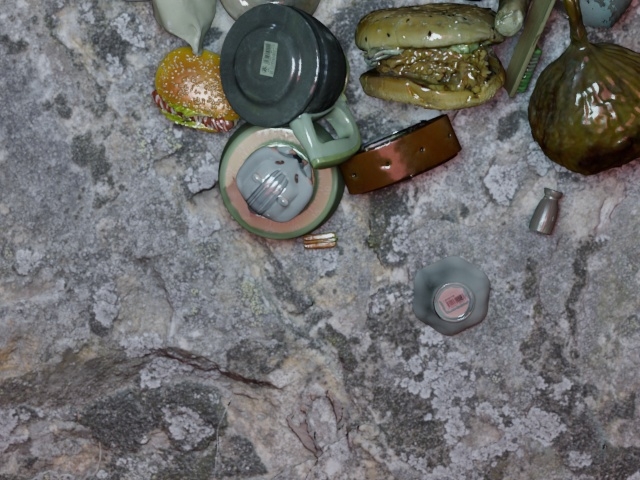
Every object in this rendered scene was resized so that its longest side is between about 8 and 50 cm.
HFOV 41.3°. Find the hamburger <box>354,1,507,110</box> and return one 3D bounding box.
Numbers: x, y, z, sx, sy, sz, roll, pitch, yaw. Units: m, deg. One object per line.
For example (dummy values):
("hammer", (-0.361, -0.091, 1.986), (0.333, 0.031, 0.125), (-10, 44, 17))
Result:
("hamburger", (0.235, -0.384, 1.761), (0.318, 0.277, 0.195), (-4, 109, -2))

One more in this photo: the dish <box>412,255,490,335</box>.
("dish", (0.302, 0.134, 1.945), (0.190, 0.066, 0.191), (0, 100, 2))

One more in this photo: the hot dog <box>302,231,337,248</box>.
("hot dog", (0.000, 0.000, 1.955), (0.083, 0.021, 0.037), (-3, 89, 3))

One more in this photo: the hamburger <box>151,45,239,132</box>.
("hamburger", (-0.258, -0.327, 1.858), (0.210, 0.116, 0.173), (21, 97, -2))

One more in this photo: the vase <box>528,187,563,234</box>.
("vase", (0.509, -0.066, 1.911), (0.053, 0.053, 0.101), (18, 97, -1))

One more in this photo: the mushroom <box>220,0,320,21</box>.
("mushroom", (-0.099, -0.548, 1.751), (0.243, 0.243, 0.243), (0, 100, 2))

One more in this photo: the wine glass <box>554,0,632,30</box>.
("wine glass", (0.611, -0.610, 1.749), (0.190, 0.190, 0.357), (34, 95, -4))

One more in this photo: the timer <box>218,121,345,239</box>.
("timer", (-0.091, -0.124, 1.789), (0.290, 0.315, 0.291), (0, 99, 1))

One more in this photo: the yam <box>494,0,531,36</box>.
("yam", (0.415, -0.534, 1.734), (0.067, 0.317, 0.071), (-3, 137, 35))

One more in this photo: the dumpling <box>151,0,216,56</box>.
("dumpling", (-0.290, -0.507, 1.766), (0.132, 0.162, 0.250), (-14, 114, 16))

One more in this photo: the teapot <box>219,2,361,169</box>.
("teapot", (-0.019, -0.323, 1.716), (0.321, 0.239, 0.239), (40, 115, 23))

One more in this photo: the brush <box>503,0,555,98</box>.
("brush", (0.447, -0.422, 1.777), (0.048, 0.054, 0.282), (-10, 141, -19))

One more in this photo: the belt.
("belt", (0.168, -0.184, 1.835), (0.261, 0.184, 0.105), (-25, 101, -9))

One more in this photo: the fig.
("fig", (0.534, -0.331, 1.726), (0.286, 0.286, 0.369), (-30, 118, 7))
